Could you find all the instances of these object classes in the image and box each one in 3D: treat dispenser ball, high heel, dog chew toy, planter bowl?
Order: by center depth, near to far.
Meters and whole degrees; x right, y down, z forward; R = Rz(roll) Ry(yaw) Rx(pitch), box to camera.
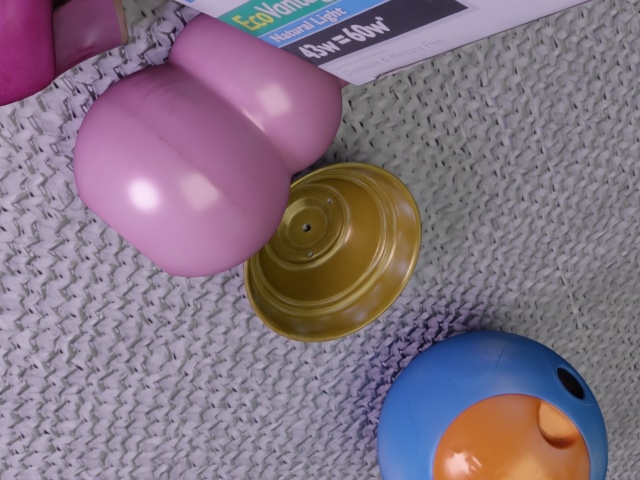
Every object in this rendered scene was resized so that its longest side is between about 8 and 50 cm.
[{"bbox_3d":[-0.280,-0.281,0.678,0.181,0.127,0.377,-31,128,-23],"label":"high heel"},{"bbox_3d":[-0.075,-0.127,0.832,0.332,0.206,0.206,-50,126,-7],"label":"dog chew toy"},{"bbox_3d":[0.000,0.000,0.993,0.217,0.090,0.217,-11,118,-22],"label":"planter bowl"},{"bbox_3d":[0.216,0.259,1.115,0.288,0.288,0.288,-12,119,-22],"label":"treat dispenser ball"}]

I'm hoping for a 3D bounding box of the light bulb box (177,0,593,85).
[{"bbox_3d":[0.082,-0.346,0.627,0.225,0.358,0.361,19,76,-32],"label":"light bulb box"}]
